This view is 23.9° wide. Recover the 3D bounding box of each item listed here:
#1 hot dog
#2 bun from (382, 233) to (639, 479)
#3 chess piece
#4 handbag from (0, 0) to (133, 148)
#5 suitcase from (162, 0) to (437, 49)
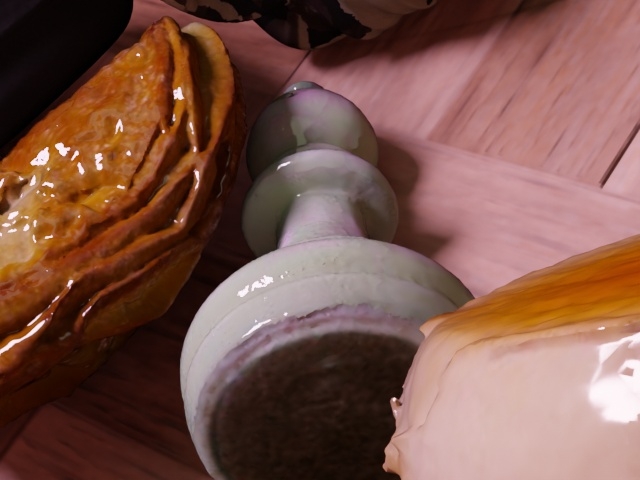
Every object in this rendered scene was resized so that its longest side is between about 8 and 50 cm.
[{"bbox_3d":[-0.125,0.007,0.752,0.259,0.175,0.114,-43,89,-16],"label":"hot dog"},{"bbox_3d":[0.175,0.072,0.520,0.299,0.299,0.165,-16,91,14],"label":"bun"},{"bbox_3d":[0.000,0.000,0.744,0.139,0.139,0.272,-21,35,10],"label":"chess piece"},{"bbox_3d":[-0.216,-0.083,0.839,0.254,0.093,0.308,-45,13,-9],"label":"handbag"},{"bbox_3d":[-0.035,-0.273,0.814,0.194,0.351,0.339,-24,42,34],"label":"suitcase"}]
